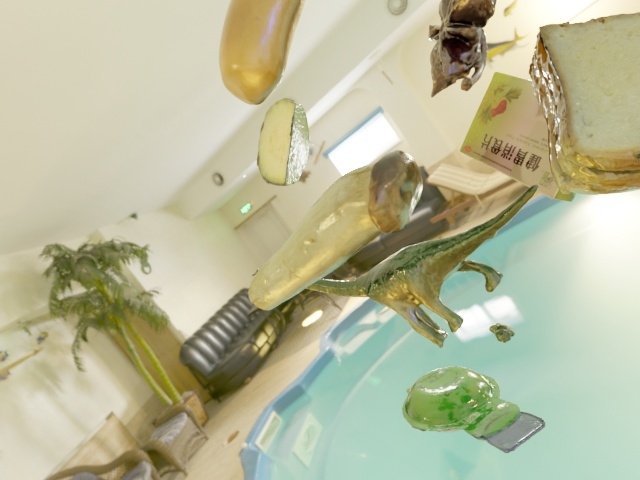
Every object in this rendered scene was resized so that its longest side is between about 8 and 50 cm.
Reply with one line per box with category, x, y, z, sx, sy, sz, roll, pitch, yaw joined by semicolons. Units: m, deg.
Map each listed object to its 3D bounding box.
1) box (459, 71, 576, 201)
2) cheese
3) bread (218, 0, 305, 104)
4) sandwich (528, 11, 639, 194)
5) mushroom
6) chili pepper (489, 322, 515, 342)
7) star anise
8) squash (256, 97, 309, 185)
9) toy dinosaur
box;0.407;-0.209;0.782;0.260;0.062;0.175;52;131;50
cheese;0.276;0.321;0.782;0.204;0.083;0.320;-23;5;-18
bread;-0.092;-0.318;0.601;0.147;0.098;0.217;-10;63;65
sandwich;0.420;-0.172;0.485;0.273;0.095;0.249;-1;60;17
mushroom;0.000;0.000;0.499;0.312;0.081;0.100;-39;6;46
chili pepper;0.239;0.120;0.528;0.022;0.027;0.083;-69;-19;1
star anise;0.232;-0.333;0.663;0.089;0.231;0.209;1;-5;0
squash;-0.077;-0.223;0.937;0.085;0.191;0.184;3;13;-31
toy dinosaur;0.090;0.028;0.617;0.087;0.301;0.447;-28;-29;-46
